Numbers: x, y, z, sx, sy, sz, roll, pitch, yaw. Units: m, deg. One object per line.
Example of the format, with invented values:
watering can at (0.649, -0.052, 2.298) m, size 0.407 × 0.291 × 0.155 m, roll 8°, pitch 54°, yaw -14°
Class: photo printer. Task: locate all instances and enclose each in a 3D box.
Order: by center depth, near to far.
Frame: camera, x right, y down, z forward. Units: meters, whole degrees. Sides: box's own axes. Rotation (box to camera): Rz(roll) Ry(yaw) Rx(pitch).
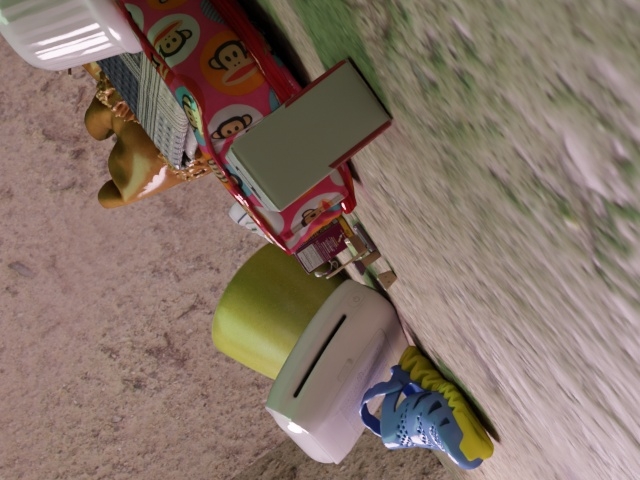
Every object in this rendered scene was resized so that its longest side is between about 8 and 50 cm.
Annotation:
photo printer at (0.029, 0.206, 1.882) m, size 0.107 × 0.256 × 0.307 m, roll 29°, pitch 168°, yaw 19°

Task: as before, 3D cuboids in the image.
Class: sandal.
sandal at (0.149, 0.266, 1.768) m, size 0.126 × 0.138 × 0.317 m, roll 58°, pitch 174°, yaw -15°

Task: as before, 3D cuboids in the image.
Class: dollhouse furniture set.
dollhouse furniture set at (0.037, 0.040, 1.562) m, size 0.091 × 0.081 × 0.114 m, roll 55°, pitch 176°, yaw 1°

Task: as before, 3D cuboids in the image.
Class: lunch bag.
lunch bag at (-0.092, -0.147, 1.249) m, size 0.258 × 0.120 × 0.293 m, roll 53°, pitch 176°, yaw 38°

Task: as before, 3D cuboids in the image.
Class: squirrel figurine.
squirrel figurine at (-0.301, -0.280, 2.120) m, size 0.397 × 0.281 × 0.370 m, roll 0°, pitch 115°, yaw 66°

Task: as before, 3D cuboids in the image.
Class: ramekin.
ramekin at (-0.292, -0.306, 1.290) m, size 0.273 × 0.127 × 0.272 m, roll -24°, pitch -90°, yaw -86°

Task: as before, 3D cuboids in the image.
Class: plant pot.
plant pot at (-0.007, 0.180, 2.288) m, size 0.293 × 0.275 × 0.275 m, roll 35°, pitch 167°, yaw 27°

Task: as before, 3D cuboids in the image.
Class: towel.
towel at (-0.245, -0.277, 1.578) m, size 0.312 × 0.056 × 0.324 m, roll 53°, pitch 160°, yaw 10°

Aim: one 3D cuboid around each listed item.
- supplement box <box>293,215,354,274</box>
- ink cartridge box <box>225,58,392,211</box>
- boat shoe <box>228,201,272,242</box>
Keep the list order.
supplement box at (0.000, 0.000, 1.670) m, size 0.043 × 0.083 × 0.055 m, roll 57°, pitch 177°, yaw -27°
ink cartridge box at (-0.014, -0.078, 0.940) m, size 0.063 × 0.109 × 0.150 m, roll 52°, pitch 177°, yaw -5°
boat shoe at (-0.065, -0.034, 1.633) m, size 0.084 × 0.095 × 0.258 m, roll 56°, pitch 176°, yaw 1°
